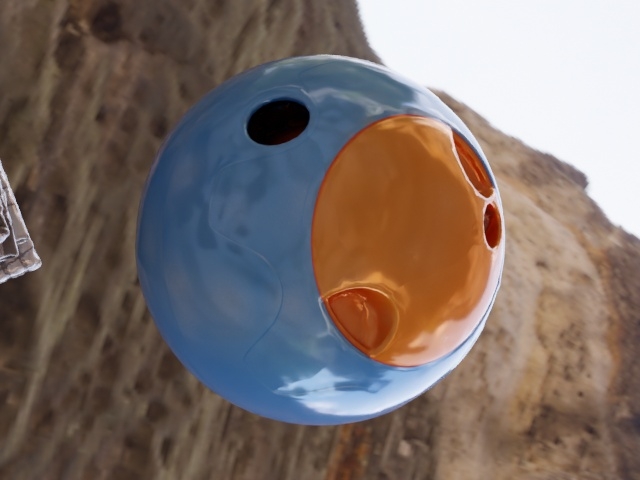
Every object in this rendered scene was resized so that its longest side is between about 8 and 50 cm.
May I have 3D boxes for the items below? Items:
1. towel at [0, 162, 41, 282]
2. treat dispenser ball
[{"bbox_3d":[-0.405,-0.065,1.312,0.235,0.121,0.283,-21,-103,-9],"label":"towel"},{"bbox_3d":[0.000,0.000,1.165,0.288,0.288,0.288,-10,-110,30],"label":"treat dispenser ball"}]
